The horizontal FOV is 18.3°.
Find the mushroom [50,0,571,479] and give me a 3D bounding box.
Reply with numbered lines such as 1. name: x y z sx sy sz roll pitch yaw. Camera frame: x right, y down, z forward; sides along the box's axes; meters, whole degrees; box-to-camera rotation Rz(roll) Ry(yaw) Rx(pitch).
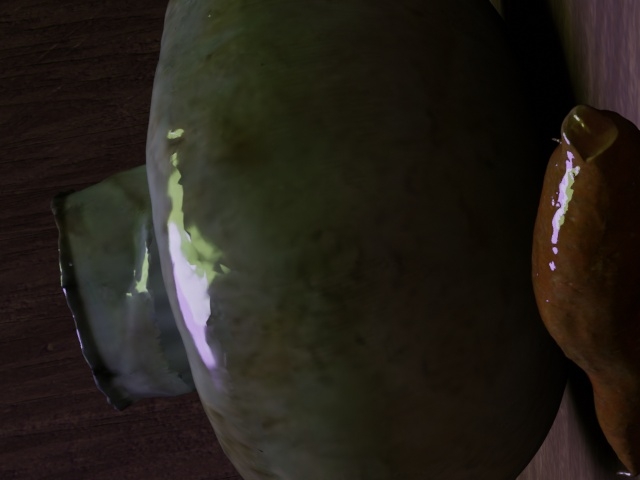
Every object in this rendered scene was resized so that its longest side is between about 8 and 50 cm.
1. mushroom: 0.000 0.000 1.063 0.352 0.260 0.352 -14 -90 -88

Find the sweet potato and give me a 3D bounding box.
1. sweet potato: 0.112 0.025 0.779 0.056 0.056 0.195 -101 -4 -52
